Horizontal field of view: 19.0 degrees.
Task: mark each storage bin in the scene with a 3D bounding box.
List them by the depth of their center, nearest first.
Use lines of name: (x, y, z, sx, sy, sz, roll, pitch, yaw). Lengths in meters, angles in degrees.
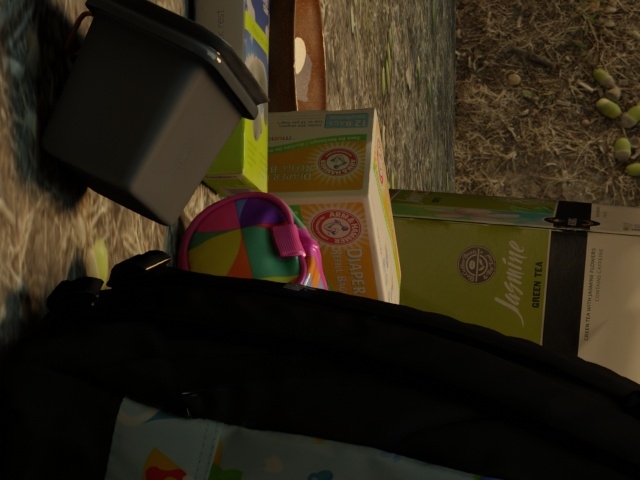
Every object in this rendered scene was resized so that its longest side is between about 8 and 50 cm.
storage bin: (-0.098, -0.069, 1.010, 0.091, 0.098, 0.135, -62, 168, -7)

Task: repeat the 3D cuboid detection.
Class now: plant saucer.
plant saucer: (-0.024, -0.148, 1.692, 0.198, 0.036, 0.198, -2, 90, -81)

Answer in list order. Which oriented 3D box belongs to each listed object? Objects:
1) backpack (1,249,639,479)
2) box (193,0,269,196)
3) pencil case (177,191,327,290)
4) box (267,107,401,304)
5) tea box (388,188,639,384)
backpack: (0.043, 0.145, 0.979, 0.290, 0.356, 0.273, -31, 120, -82)
box: (-0.064, -0.127, 1.382, 0.109, 0.042, 0.178, 42, 48, -80)
pencil case: (-0.034, 0.059, 1.364, 0.236, 0.104, 0.104, 72, 19, -62)
box: (0.000, 0.000, 1.556, 0.203, 0.114, 0.103, 79, 12, -45)
tea box: (0.174, 0.128, 1.926, 0.220, 0.324, 0.329, -47, 142, -79)
